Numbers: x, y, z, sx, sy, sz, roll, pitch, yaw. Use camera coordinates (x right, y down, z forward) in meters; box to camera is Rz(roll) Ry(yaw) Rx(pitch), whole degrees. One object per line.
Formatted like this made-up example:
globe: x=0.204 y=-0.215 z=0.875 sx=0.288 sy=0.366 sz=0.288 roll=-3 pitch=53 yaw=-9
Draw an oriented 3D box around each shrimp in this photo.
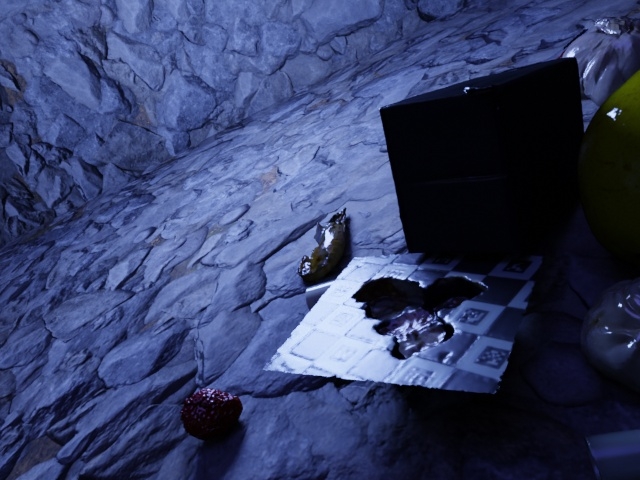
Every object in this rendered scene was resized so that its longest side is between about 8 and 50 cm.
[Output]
shrimp: x=0.004 y=-0.008 z=1.172 sx=0.117 sy=0.066 sz=0.262 roll=-18 pitch=28 yaw=19

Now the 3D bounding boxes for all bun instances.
bun: x=0.401 y=0.092 z=0.609 sx=0.184 sy=0.102 sz=0.183 roll=-21 pitch=26 yaw=11

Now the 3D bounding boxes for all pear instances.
pear: x=0.484 y=-0.095 z=0.669 sx=0.295 sy=0.294 sz=0.294 roll=-21 pitch=28 yaw=12

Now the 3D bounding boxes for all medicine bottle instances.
medicine bottle: x=0.087 y=0.084 z=0.947 sx=0.231 sy=0.059 sz=0.059 roll=-18 pitch=29 yaw=19

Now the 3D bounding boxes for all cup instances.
cup: x=0.318 y=0.225 z=0.510 sx=0.084 sy=0.054 sz=0.074 roll=-17 pitch=29 yaw=16

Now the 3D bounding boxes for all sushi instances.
sushi: x=0.137 y=0.124 z=0.749 sx=0.340 sy=0.068 sz=0.320 roll=-5 pitch=26 yaw=34

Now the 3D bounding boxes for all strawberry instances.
strawberry: x=-0.175 y=0.281 z=0.836 sx=0.097 sy=0.083 sz=0.083 roll=-20 pitch=28 yaw=0

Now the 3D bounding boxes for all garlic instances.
garlic: x=0.662 y=-0.409 z=1.148 sx=0.228 sy=0.152 sz=0.227 roll=-10 pitch=55 yaw=14

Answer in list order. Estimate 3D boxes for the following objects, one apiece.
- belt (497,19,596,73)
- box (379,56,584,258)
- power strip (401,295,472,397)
belt: x=0.601 y=-0.439 z=1.323 sx=0.360 sy=0.126 sz=0.094 roll=-23 pitch=35 yaw=20
box: x=0.291 y=-0.147 z=0.869 sx=0.205 sy=0.250 sz=0.345 roll=0 pitch=20 yaw=43
power strip: x=0.175 y=0.152 z=0.771 sx=0.216 sy=0.044 sz=0.137 roll=-41 pitch=31 yaw=-25
